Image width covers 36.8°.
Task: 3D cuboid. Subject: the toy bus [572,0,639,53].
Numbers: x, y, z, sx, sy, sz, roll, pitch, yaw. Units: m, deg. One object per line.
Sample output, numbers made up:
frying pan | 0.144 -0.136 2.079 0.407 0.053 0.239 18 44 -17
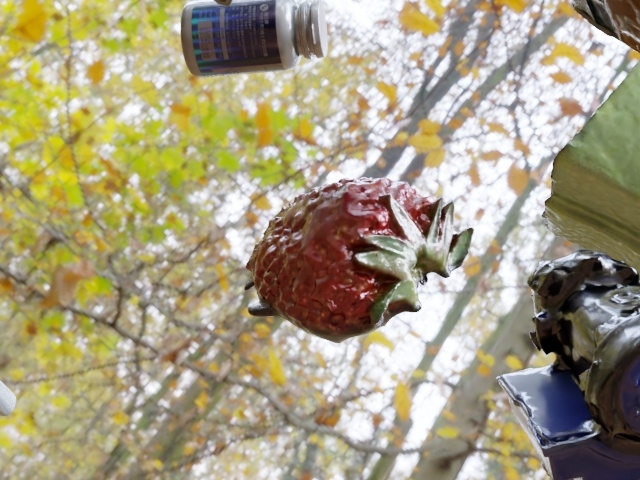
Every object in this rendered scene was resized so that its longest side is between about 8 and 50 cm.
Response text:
toy bus | 0.199 -0.229 0.559 0.275 0.138 0.167 44 5 -47

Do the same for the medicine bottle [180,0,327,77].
medicine bottle | -0.090 -0.285 1.333 0.191 0.107 0.107 -3 -49 8

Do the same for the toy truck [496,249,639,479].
toy truck | 0.219 0.095 0.548 0.213 0.161 0.177 -12 -77 1

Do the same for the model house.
model house | 0.323 -0.045 0.831 0.189 0.195 0.214 41 -9 21

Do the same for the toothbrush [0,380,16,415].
toothbrush | -0.260 0.040 0.589 0.025 0.019 0.275 0 -36 22

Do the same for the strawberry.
strawberry | 0.000 0.000 1.130 0.306 0.233 0.138 9 -47 42

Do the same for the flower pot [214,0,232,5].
flower pot | -0.063 -0.346 1.048 0.103 0.108 0.229 50 -23 -18
